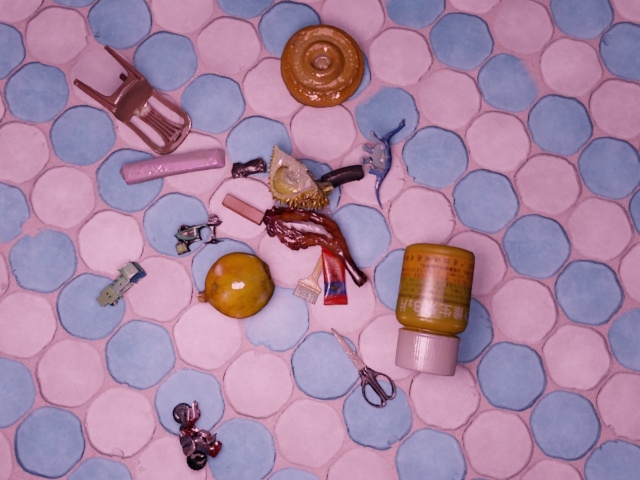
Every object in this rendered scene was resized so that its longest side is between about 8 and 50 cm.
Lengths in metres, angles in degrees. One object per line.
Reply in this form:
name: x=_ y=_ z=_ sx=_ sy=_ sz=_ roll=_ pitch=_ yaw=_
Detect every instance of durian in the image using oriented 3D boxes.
durian: x=-0.058 y=-0.181 z=1.655 sx=0.172 sy=0.306 sz=0.166 roll=-2 pitch=120 yaw=-28

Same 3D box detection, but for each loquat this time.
loquat: x=-0.273 y=0.148 z=1.629 sx=0.246 sy=0.213 sz=0.213 roll=-19 pitch=83 yaw=0

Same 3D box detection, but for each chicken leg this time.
chicken leg: x=0.000 y=0.000 z=1.680 sx=0.407 sy=0.096 sz=0.158 roll=33 pitch=85 yaw=-1

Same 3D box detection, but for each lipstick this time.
lipstick: x=-0.258 y=-0.103 z=1.736 sx=0.145 sy=0.045 sz=0.045 roll=29 pitch=81 yaw=4

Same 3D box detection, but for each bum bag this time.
bum bag: x=-0.245 y=-0.247 z=1.761 sx=0.125 sy=0.034 sz=0.057 roll=-14 pitch=97 yaw=-2

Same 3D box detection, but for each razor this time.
razor: x=0.073 y=-0.214 z=1.733 sx=0.148 sy=0.090 sz=0.054 roll=-19 pitch=84 yaw=-6

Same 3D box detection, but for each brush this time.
brush: x=-0.012 y=0.106 z=1.729 sx=0.083 sy=0.011 sz=0.205 roll=26 pitch=82 yaw=2

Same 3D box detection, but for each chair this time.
chair: x=-0.606 y=-0.449 z=1.710 sx=0.326 sy=0.183 sz=0.175 roll=37 pitch=84 yaw=5

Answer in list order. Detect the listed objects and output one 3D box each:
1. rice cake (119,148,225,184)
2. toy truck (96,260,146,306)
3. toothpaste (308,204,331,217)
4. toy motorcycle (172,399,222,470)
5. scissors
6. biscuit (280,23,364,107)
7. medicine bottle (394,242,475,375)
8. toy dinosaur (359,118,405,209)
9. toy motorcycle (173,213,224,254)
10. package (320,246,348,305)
rice cake: x=-0.503 y=-0.253 z=1.749 sx=0.365 sy=0.056 sz=0.072 roll=-10 pitch=81 yaw=-2
toy truck: x=-0.657 y=0.144 z=1.680 sx=0.175 sy=0.081 sz=0.067 roll=-44 pitch=83 yaw=-6
toothpaste: x=-0.049 y=-0.081 z=1.745 sx=0.170 sy=0.028 sz=0.045 roll=-14 pitch=82 yaw=-4
toy motorcycle: x=-0.386 y=0.607 z=1.621 sx=0.123 sy=0.082 sz=0.213 roll=-20 pitch=84 yaw=-2
scissors: x=0.127 y=0.407 z=1.686 sx=0.109 sy=0.022 sz=0.300 roll=-37 pitch=83 yaw=-9
biscuit: x=0.006 y=-0.605 z=1.781 sx=0.297 sy=0.102 sz=0.296 roll=0 pitch=84 yaw=-3
medicine bottle: x=0.349 y=0.213 z=1.614 sx=0.225 sy=0.224 sz=0.384 roll=9 pitch=83 yaw=0
toy dinosaur: x=0.195 y=-0.282 z=1.749 sx=0.144 sy=0.076 sz=0.328 roll=19 pitch=80 yaw=-30
toy motorcycle: x=-0.403 y=-0.020 z=1.719 sx=0.173 sy=0.058 sz=0.100 roll=-20 pitch=90 yaw=-2
package: x=0.046 y=0.116 z=1.720 sx=0.083 sy=0.022 sz=0.200 roll=-1 pitch=81 yaw=-9
